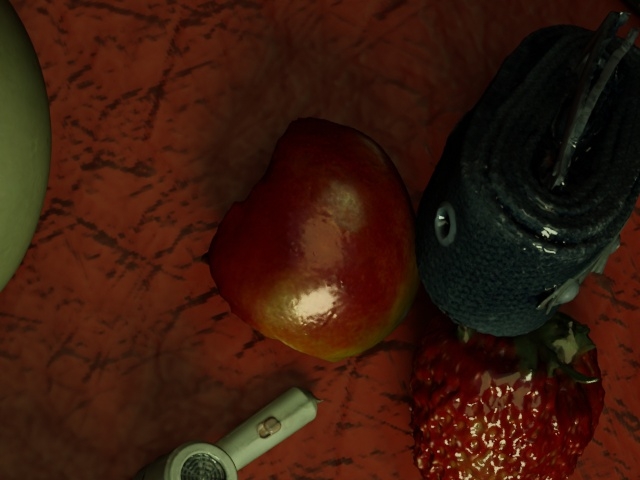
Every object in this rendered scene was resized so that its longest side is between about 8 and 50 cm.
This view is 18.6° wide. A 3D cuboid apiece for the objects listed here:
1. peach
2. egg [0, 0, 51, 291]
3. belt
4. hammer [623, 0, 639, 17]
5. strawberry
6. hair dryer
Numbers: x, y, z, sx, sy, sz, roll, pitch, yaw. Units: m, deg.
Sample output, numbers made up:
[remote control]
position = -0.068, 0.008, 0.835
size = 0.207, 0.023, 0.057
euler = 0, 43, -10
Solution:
[peach]
position = 0.007, -0.001, 1.217
size = 0.151, 0.151, 0.118
euler = 44, 122, -2
[egg]
position = -0.250, -0.064, 1.133
size = 0.186, 0.186, 0.253
euler = -3, 80, -11
[belt]
position = 0.141, -0.050, 1.189
size = 0.122, 0.128, 0.218
euler = 30, 46, 2
[hammer]
position = 0.291, -0.224, 1.328
size = 0.226, 0.041, 0.159
euler = -7, 84, -11
[strawberry]
position = 0.112, 0.108, 1.222
size = 0.131, 0.148, 0.131
euler = 9, 39, -8
[hair dryer]
position = -0.050, 0.129, 1.205
size = 0.137, 0.082, 0.047
euler = -32, 88, -28
